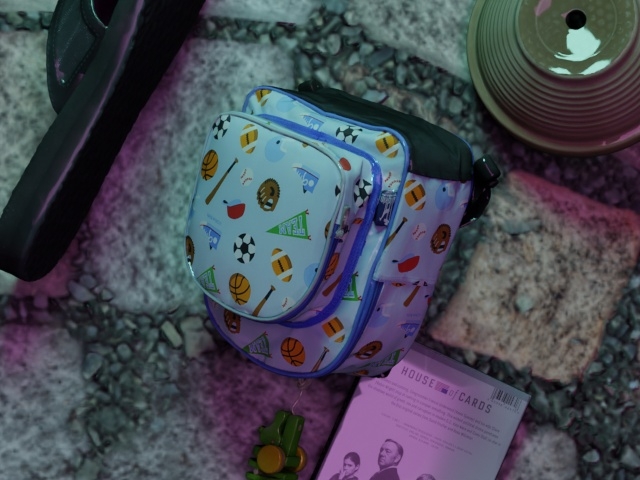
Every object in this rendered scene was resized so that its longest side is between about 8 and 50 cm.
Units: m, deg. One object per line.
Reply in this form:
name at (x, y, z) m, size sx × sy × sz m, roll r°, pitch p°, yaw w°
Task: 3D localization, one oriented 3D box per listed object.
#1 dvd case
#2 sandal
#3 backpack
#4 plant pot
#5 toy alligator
dvd case at (0.092, 0.233, 1.666) m, size 0.179 × 0.029 × 0.238 m, roll 25°, pitch 84°, yaw -10°
sandal at (-0.218, -0.178, 1.551) m, size 0.107 × 0.167 × 0.445 m, roll 27°, pitch 84°, yaw 8°
backpack at (0.000, 0.000, 1.532) m, size 0.213 × 0.276 × 0.263 m, roll -4°, pitch 111°, yaw -40°
plant pot at (0.260, -0.207, 1.622) m, size 0.237 × 0.110 × 0.237 m, roll -2°, pitch 83°, yaw 13°
toy alligator at (-0.047, 0.212, 1.630) m, size 0.051 × 0.056 × 0.189 m, roll 8°, pitch 87°, yaw 30°
